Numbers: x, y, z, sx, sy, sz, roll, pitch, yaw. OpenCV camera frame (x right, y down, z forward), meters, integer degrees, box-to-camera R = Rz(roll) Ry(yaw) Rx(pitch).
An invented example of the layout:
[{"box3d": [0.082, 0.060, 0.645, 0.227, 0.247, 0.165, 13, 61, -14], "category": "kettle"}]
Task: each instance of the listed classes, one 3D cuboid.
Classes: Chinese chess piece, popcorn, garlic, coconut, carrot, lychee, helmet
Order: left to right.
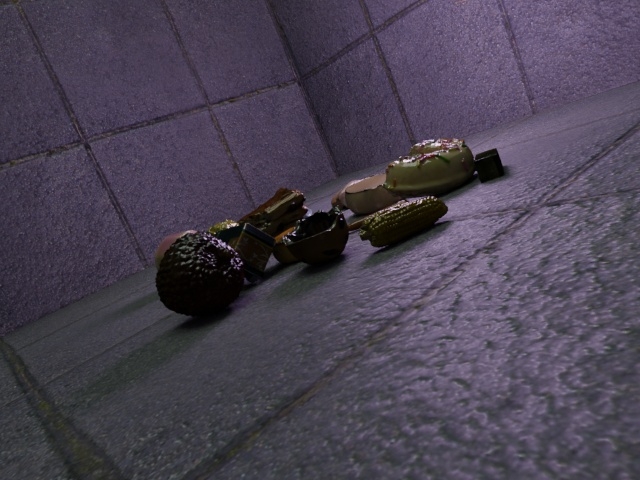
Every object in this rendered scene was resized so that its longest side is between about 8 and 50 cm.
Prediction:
[{"box3d": [-0.601, 0.074, 2.123, 0.233, 0.232, 0.245, -31, 13, -38], "category": "coconut"}, {"box3d": [-0.341, 0.100, 1.346, 0.271, 0.235, 0.236, -35, 6, 17], "category": "lychee"}, {"box3d": [-0.384, 0.019, 1.963, 0.174, 0.194, 0.168, -19, 16, 18], "category": "popcorn"}, {"box3d": [0.000, 0.000, 1.420, 0.199, 0.129, 0.224, -23, 19, 22], "category": "helmet"}, {"box3d": [0.154, -0.236, 2.404, 0.228, 0.110, 0.217, -28, 8, -29], "category": "garlic"}, {"box3d": [0.227, -0.200, 1.989, 0.258, 0.104, 0.257, -20, 16, 6], "category": "Chinese chess piece"}, {"box3d": [0.198, -0.084, 1.680, 0.248, 0.043, 0.043, -22, 10, 12], "category": "carrot"}]

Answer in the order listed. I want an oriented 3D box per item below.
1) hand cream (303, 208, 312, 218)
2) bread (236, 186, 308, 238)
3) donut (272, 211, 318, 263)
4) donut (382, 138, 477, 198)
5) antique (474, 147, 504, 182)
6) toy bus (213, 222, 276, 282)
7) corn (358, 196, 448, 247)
[{"box3d": [-0.108, -0.129, 2.606, 0.076, 0.047, 0.174, -30, 4, -31], "category": "hand cream"}, {"box3d": [-0.217, -0.067, 2.105, 0.370, 0.191, 0.314, -36, 17, -5], "category": "bread"}, {"box3d": [-0.064, -0.009, 1.650, 0.254, 0.118, 0.253, -19, 11, 4], "category": "donut"}, {"box3d": [0.422, -0.280, 1.802, 0.308, 0.150, 0.371, 2, 26, 34], "category": "donut"}, {"box3d": [0.597, -0.272, 1.697, 0.082, 0.080, 0.221, -17, 10, 24], "category": "antique"}, {"box3d": [-0.279, 0.043, 1.601, 0.275, 0.139, 0.166, -10, 54, 56], "category": "toy bus"}, {"box3d": [0.225, -0.052, 1.310, 0.262, 0.096, 0.097, -20, 9, -12], "category": "corn"}]
